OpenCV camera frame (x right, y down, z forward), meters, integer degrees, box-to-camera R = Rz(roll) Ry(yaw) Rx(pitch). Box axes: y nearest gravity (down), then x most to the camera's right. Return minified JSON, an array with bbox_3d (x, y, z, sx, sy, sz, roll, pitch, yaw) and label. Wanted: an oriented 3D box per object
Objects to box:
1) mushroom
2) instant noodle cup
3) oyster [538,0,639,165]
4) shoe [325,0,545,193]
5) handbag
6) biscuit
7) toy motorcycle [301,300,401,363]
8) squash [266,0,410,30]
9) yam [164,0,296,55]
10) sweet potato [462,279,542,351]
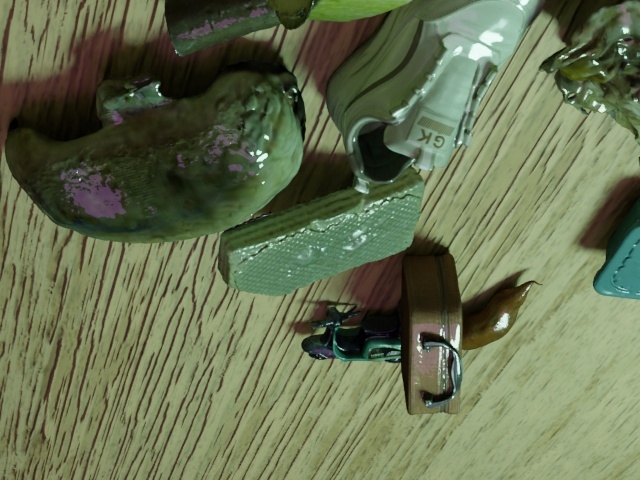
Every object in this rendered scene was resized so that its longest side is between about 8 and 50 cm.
[{"bbox_3d":[-0.175,-0.086,1.696,0.344,0.130,0.247,-9,152,11],"label":"mushroom"},{"bbox_3d":[0.429,0.005,1.941,0.157,0.070,0.179,5,148,-10],"label":"instant noodle cup"},{"bbox_3d":[0.362,-0.156,1.628,0.238,0.114,0.351,-11,147,14],"label":"oyster"},{"bbox_3d":[0.113,-0.150,1.584,0.124,0.159,0.316,17,147,-26],"label":"shoe"},{"bbox_3d":[0.141,0.124,2.002,0.072,0.151,0.193,-1,122,-2],"label":"handbag"},{"bbox_3d":[0.000,0.000,1.836,0.252,0.052,0.150,-19,153,-18],"label":"biscuit"},{"bbox_3d":[0.059,0.125,2.128,0.173,0.058,0.100,-4,141,0],"label":"toy motorcycle"},{"bbox_3d":[0.025,-0.283,1.320,0.133,0.220,0.220,3,150,-28],"label":"squash"},{"bbox_3d":[-0.067,-0.234,1.522,0.169,0.068,0.068,-16,146,14],"label":"yam"},{"bbox_3d":[0.234,0.101,2.104,0.056,0.056,0.195,16,139,-27],"label":"sweet potato"}]
